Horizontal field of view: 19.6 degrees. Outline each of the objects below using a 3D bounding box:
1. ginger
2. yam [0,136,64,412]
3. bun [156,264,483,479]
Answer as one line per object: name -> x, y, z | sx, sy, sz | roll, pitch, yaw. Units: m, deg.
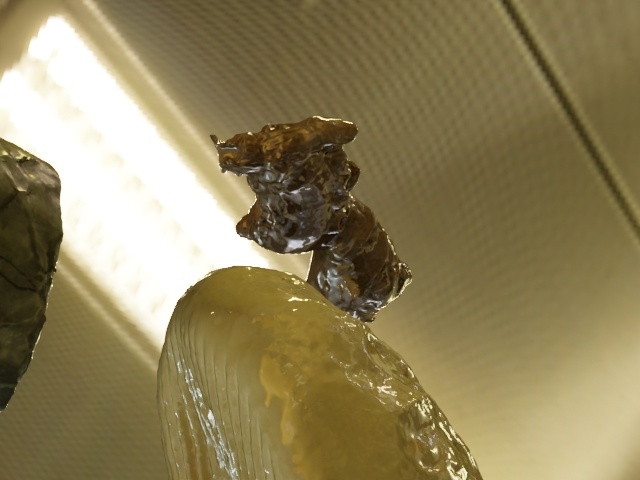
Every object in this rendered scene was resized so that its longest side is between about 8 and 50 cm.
ginger -> -0.001, -0.001, 1.464 | 0.122, 0.084, 0.290 | -18, -35, 5
yam -> -0.305, -0.011, 1.157 | 0.271, 0.202, 0.201 | 19, -67, -30
bun -> 0.009, 0.108, 0.862 | 0.127, 0.222, 0.222 | -11, -68, -21
